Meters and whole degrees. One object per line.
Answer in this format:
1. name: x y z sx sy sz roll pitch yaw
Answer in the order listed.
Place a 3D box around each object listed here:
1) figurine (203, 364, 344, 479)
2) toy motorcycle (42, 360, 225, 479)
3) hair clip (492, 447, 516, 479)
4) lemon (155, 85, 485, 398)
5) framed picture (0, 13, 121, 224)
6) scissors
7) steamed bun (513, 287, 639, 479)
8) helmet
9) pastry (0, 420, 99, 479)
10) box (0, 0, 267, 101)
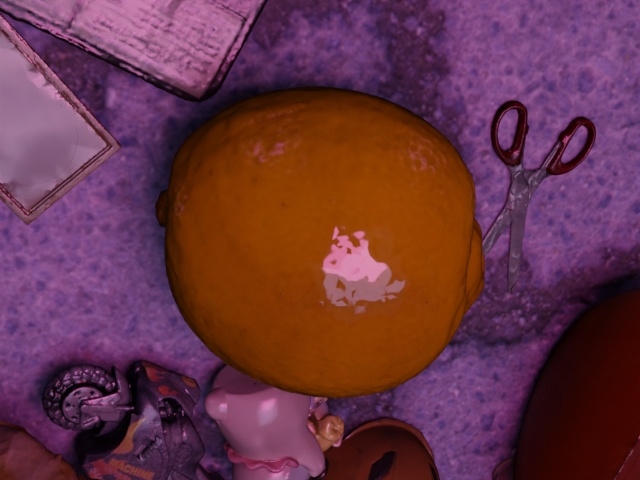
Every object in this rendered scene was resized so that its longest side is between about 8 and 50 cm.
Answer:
1. figurine: -0.051 0.258 1.275 0.155 0.127 0.235 -33 122 -39
2. toy motorcycle: -0.204 0.254 1.233 0.173 0.108 0.307 -27 120 -12
3. hair clip: 0.299 0.357 1.478 0.187 0.056 0.146 -16 115 -21
4. lemon: 0.000 0.000 1.070 0.348 0.348 0.348 -7 114 -16
5. framed picture: -0.327 -0.128 1.084 0.136 0.010 0.201 -39 118 2
6. scissors: 0.250 -0.048 1.305 0.144 0.017 0.247 10 110 -21
7. steamed bun: 0.406 0.239 1.346 0.235 0.248 0.379 20 105 -21
8. helmet: 0.076 0.360 1.356 0.198 0.130 0.224 25 101 -29
9. pastry: -0.362 0.300 1.153 0.257 0.121 0.235 15 123 16
10. box: -0.219 -0.295 1.024 0.350 0.058 0.211 25 104 -26
